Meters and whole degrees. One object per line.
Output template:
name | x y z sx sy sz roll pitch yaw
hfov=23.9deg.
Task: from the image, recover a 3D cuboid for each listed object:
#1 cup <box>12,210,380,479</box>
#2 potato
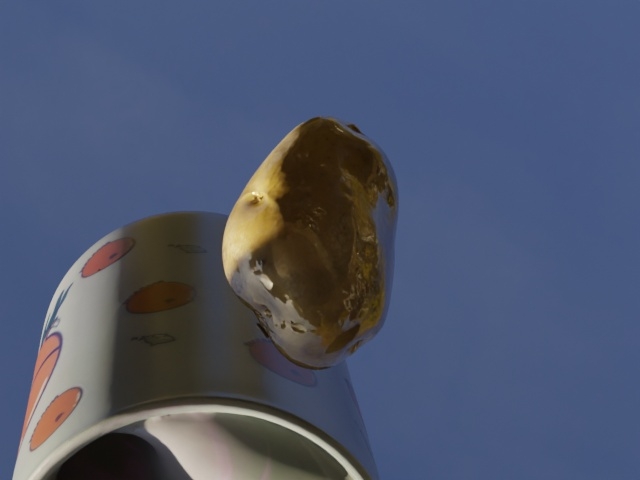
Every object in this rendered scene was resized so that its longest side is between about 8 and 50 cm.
cup | -0.077 0.117 0.944 0.212 0.212 0.317 3 -158 -7
potato | 0.000 0.000 0.506 0.062 0.068 0.083 25 -111 8
